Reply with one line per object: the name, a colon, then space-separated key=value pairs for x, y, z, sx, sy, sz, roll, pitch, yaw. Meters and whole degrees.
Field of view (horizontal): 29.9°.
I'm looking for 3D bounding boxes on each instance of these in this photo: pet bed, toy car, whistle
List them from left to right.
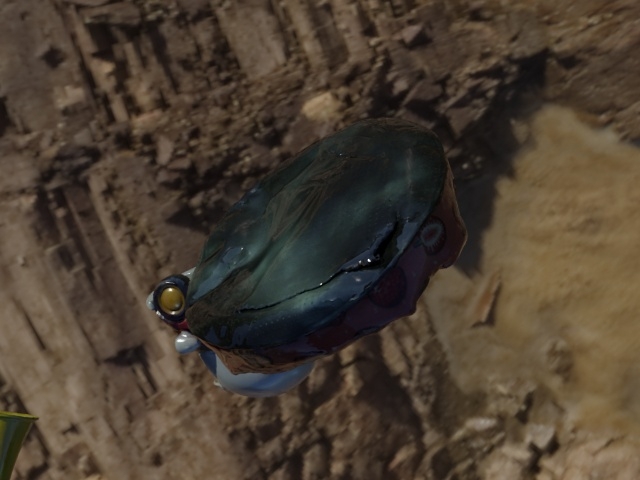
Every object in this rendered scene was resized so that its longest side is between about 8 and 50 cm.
whistle: x=-0.219 y=0.158 z=0.751 sx=0.046 sy=0.057 sz=0.109 roll=-7 pitch=67 yaw=63
toy car: x=-0.044 y=0.060 z=0.881 sx=0.139 sy=0.112 sz=0.112 roll=-14 pitch=96 yaw=26
pet bed: x=0.000 y=0.000 z=0.733 sx=0.201 sy=0.201 sz=0.053 roll=-17 pitch=127 yaw=34
